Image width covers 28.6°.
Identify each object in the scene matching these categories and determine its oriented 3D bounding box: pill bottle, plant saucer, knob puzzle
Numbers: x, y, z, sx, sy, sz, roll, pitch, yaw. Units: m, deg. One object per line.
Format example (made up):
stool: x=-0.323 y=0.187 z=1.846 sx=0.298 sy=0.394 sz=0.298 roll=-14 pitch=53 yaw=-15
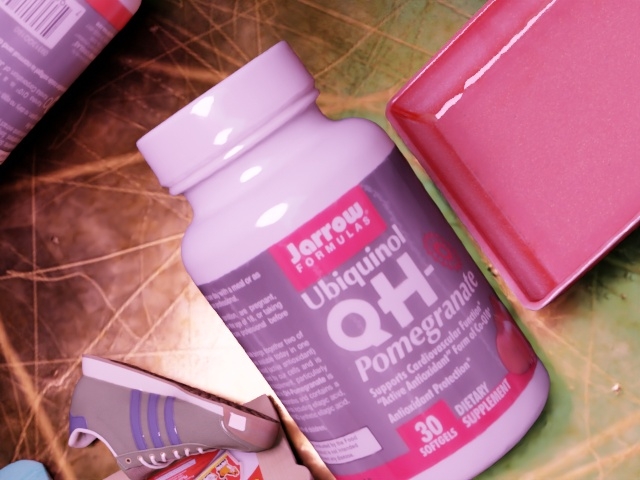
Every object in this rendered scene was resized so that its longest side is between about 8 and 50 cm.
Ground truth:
pill bottle: x=0.011 y=0.023 z=0.906 sx=0.176 sy=0.176 sz=0.318 roll=-35 pitch=98 yaw=4
pill bottle: x=-0.339 y=-0.141 z=1.039 sx=0.210 sy=0.210 sz=0.363 roll=43 pitch=91 yaw=15
plant saucer: x=0.200 y=-0.107 z=0.941 sx=0.258 sy=0.048 sz=0.259 roll=-45 pitch=45 yaw=14
knob puzzle: x=-0.086 y=0.234 z=0.982 sx=0.213 sy=0.030 sz=0.213 roll=-16 pitch=46 yaw=18

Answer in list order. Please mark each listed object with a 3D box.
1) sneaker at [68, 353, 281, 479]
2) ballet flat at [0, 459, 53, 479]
sneaker: x=-0.125 y=0.157 z=1.014 sx=0.192 sy=0.064 sz=0.086 roll=15 pitch=84 yaw=27
ballet flat: x=-0.308 y=0.287 z=1.024 sx=0.083 sy=0.087 sz=0.247 roll=38 pitch=89 yaw=15
